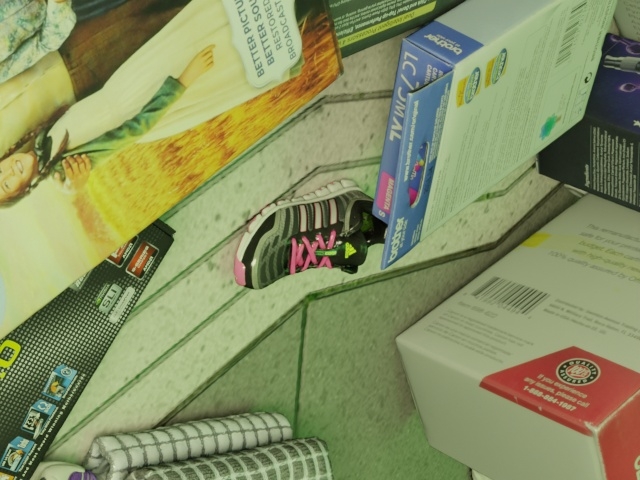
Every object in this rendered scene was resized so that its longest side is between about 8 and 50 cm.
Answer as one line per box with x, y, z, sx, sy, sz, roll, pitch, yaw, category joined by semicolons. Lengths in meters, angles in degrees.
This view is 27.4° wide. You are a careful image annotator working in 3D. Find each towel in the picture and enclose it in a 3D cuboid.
-0.118;0.295;1.116;0.235;0.121;0.283;-2;114;-54;towel

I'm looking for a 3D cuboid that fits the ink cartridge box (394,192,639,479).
0.320;0.100;1.389;0.385;0.279;0.160;-35;123;-26;ink cartridge box

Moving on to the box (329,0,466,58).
0.058;-0.300;0.932;0.395;0.097;0.318;-30;140;-43;box

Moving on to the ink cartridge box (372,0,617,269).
0.140;-0.123;1.107;0.311;0.065;0.185;-38;149;-38;ink cartridge box

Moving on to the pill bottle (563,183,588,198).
0.323;-0.090;1.546;0.083;0.043;0.043;-61;148;-3;pill bottle

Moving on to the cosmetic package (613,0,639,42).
0.489;-0.355;1.329;0.329;0.327;0.394;-59;147;-7;cosmetic package

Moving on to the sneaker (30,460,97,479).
-0.208;0.249;0.991;0.071;0.068;0.169;13;101;-44;sneaker

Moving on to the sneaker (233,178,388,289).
0.000;0.000;1.116;0.170;0.075;0.063;-28;134;-43;sneaker

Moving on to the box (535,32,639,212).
0.356;-0.120;1.418;0.153;0.207;0.108;-42;141;-31;box

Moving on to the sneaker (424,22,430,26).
0.101;-0.149;1.184;0.076;0.065;0.166;7;103;-40;sneaker

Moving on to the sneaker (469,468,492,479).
0.250;0.217;1.604;0.100;0.108;0.271;-36;138;-32;sneaker

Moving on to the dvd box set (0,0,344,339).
-0.181;-0.092;0.661;0.420;0.062;0.307;-39;140;-21;dvd box set

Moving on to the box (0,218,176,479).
-0.232;0.061;0.841;0.270;0.060;0.216;-59;148;-7;box
